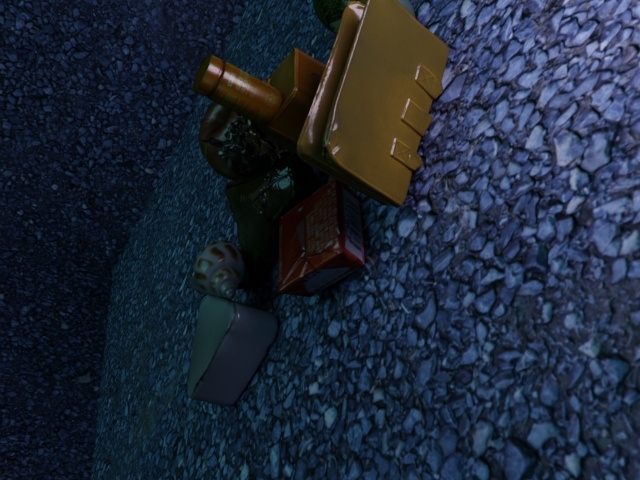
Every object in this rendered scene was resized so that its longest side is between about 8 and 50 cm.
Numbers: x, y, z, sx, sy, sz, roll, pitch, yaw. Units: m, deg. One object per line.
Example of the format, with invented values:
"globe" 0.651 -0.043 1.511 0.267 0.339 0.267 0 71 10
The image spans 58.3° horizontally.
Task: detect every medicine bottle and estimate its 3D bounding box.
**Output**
"medicine bottle" -0.193 -0.351 1.347 0.096 0.191 0.096 -39 39 41

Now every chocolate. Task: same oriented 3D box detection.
"chocolate" 0.000 0.000 1.420 0.234 0.108 0.237 -34 44 36

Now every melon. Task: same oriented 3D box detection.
"melon" 0.104 -0.805 1.742 0.331 0.226 0.344 -6 51 41

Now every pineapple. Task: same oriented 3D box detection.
"pineapple" -0.183 -0.281 1.600 0.271 0.262 0.263 -27 48 42

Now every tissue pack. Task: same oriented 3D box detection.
"tissue pack" 0.011 -0.341 1.480 0.145 0.274 0.194 -42 38 39

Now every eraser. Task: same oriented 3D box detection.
"eraser" -0.254 0.284 1.663 0.331 0.149 0.331 -44 35 43

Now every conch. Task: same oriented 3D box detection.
"conch" -0.299 0.091 1.688 0.275 0.148 0.183 -102 37 -72

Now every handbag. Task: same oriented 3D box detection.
"handbag" 0.125 -0.296 1.232 0.133 0.283 0.401 -1 69 55

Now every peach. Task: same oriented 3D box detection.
"peach" -0.284 0.097 1.872 0.118 0.151 0.151 -34 42 28

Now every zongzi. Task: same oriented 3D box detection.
"zongzi" -0.130 -0.037 1.695 0.323 0.160 0.361 -15 78 45

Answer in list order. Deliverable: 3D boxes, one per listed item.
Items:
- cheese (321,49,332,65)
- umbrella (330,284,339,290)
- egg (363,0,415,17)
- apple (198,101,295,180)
"cheese" -0.019 -0.553 1.917 0.244 0.052 0.135 -26 52 42
"umbrella" 0.013 0.098 1.447 0.149 0.022 0.022 26 136 63
"egg" 0.149 -0.522 1.471 0.231 0.168 0.168 -54 31 19
"apple" -0.219 -0.333 1.878 0.338 0.305 0.339 -26 50 34
